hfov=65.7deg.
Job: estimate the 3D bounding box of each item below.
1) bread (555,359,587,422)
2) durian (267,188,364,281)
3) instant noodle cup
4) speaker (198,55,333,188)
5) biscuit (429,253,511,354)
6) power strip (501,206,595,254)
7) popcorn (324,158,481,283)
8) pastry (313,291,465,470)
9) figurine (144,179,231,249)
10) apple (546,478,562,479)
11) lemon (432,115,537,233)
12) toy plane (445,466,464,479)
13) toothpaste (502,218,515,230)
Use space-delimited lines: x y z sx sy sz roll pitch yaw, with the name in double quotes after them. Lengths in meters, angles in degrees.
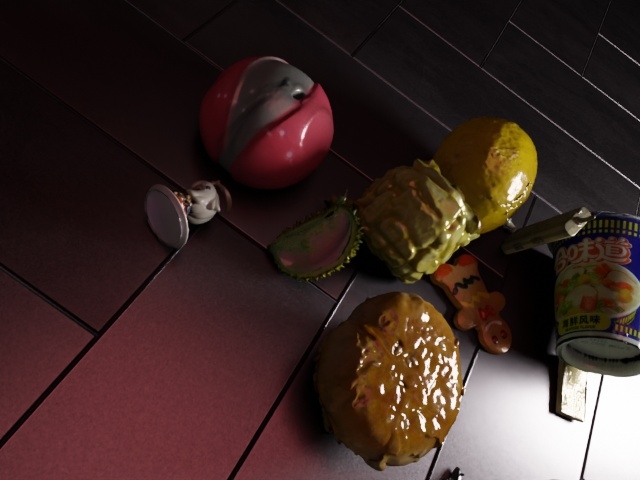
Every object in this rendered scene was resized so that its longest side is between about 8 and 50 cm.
0.595 0.347 1.173 0.068 0.028 0.154 25 59 -8 "bread"
0.006 0.001 1.030 0.137 0.220 0.095 58 28 1 "durian"
0.670 0.136 1.167 0.284 0.284 0.312 27 60 -8 "instant noodle cup"
-0.123 -0.263 1.097 0.294 0.294 0.294 9 62 -18 "speaker"
0.374 0.151 1.176 0.165 0.036 0.250 -20 74 -28 "biscuit"
0.551 -0.024 1.201 0.092 0.268 0.034 -37 91 -24 "power strip"
0.202 -0.045 1.084 0.237 0.293 0.293 -43 85 5 "popcorn"
0.119 0.256 0.932 0.284 0.184 0.316 43 56 -11 "pastry"
-0.252 -0.066 0.993 0.153 0.132 0.132 -28 78 -44 "figurine"
0.481 0.552 0.971 0.153 0.120 0.153 9 63 -17 "apple"
0.387 -0.156 1.205 0.253 0.253 0.310 30 73 -6 "lemon"
0.264 0.486 0.969 0.078 0.031 0.083 38 58 -20 "toy plane"
0.449 -0.100 1.335 0.048 0.029 0.197 -38 80 -28 "toothpaste"
